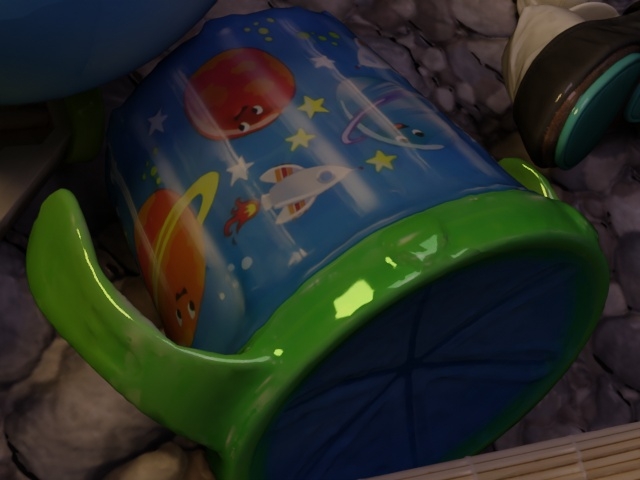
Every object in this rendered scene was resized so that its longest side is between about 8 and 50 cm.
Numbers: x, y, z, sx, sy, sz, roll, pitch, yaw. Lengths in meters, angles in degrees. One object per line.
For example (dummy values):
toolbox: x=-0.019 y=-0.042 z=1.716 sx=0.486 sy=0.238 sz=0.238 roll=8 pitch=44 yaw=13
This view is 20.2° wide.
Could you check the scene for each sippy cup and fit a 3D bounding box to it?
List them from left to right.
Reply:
sippy cup: x=0.000 y=0.000 z=0.974 sx=0.240 sy=0.305 sz=0.224 roll=-38 pitch=60 yaw=5

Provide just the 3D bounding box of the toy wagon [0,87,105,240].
toy wagon: x=-0.259 y=-0.074 z=1.002 sx=0.267 sy=0.068 sz=0.344 roll=-6 pitch=61 yaw=-25

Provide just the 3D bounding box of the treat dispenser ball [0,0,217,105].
treat dispenser ball: x=-0.164 y=-0.213 z=0.905 sx=0.288 sy=0.288 sz=0.288 roll=11 pitch=55 yaw=-15

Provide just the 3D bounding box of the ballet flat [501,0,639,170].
ballet flat: x=0.174 y=-0.108 z=1.163 sx=0.096 sy=0.095 sz=0.280 roll=35 pitch=25 yaw=20

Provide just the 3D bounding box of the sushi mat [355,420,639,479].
sushi mat: x=0.101 y=0.178 z=0.918 sx=0.316 sy=0.019 sz=0.151 roll=-8 pitch=60 yaw=-26

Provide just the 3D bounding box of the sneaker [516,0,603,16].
sneaker: x=0.195 y=-0.243 z=1.283 sx=0.080 sy=0.094 sz=0.212 roll=17 pitch=53 yaw=-9
